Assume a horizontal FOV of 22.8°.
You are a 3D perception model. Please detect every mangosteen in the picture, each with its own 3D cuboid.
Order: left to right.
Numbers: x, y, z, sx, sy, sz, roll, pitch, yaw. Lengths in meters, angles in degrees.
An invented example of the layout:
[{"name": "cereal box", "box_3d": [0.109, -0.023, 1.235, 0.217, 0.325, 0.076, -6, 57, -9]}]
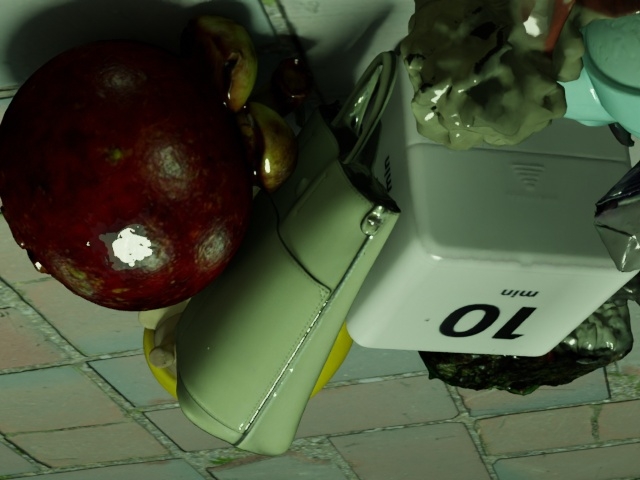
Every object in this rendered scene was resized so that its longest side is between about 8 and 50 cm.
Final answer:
[{"name": "mangosteen", "box_3d": [-0.121, -0.069, 1.211, 0.257, 0.215, 0.215, -36, 153, -2]}]

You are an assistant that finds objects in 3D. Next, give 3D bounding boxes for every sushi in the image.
[{"name": "sushi", "box_3d": [0.208, 0.090, 1.665, 0.225, 0.124, 0.127, 2, 156, -26]}]

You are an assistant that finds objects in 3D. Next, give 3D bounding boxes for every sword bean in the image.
[{"name": "sword bean", "box_3d": [-0.021, -0.117, 1.315, 0.012, 0.012, 0.083, -7, 154, 6]}]

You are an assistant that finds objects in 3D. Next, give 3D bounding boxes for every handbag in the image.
[{"name": "handbag", "box_3d": [0.000, 0.000, 1.240, 0.109, 0.241, 0.315, 28, 106, -17]}]

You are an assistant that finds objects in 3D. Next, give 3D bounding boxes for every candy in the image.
[{"name": "candy", "box_3d": [0.302, -0.071, 1.198, 0.088, 0.061, 0.312, -20, -168, 37]}]

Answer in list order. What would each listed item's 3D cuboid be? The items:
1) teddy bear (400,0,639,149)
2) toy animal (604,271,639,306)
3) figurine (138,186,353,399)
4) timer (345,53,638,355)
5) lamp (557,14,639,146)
[{"name": "teddy bear", "box_3d": [0.169, -0.252, 0.823, 0.357, 0.224, 0.367, -22, 153, -3]}, {"name": "toy animal", "box_3d": [0.351, 0.030, 1.514, 0.343, 0.168, 0.106, 20, 151, -15]}, {"name": "figurine", "box_3d": [-0.100, 0.040, 1.467, 0.215, 0.187, 0.343, -24, 144, 14]}, {"name": "timer", "box_3d": [0.132, -0.028, 1.312, 0.192, 0.194, 0.195, 4, 153, -16]}, {"name": "lamp", "box_3d": [0.260, -0.149, 1.077, 0.147, 0.209, 0.284, 49, 149, -16]}]
